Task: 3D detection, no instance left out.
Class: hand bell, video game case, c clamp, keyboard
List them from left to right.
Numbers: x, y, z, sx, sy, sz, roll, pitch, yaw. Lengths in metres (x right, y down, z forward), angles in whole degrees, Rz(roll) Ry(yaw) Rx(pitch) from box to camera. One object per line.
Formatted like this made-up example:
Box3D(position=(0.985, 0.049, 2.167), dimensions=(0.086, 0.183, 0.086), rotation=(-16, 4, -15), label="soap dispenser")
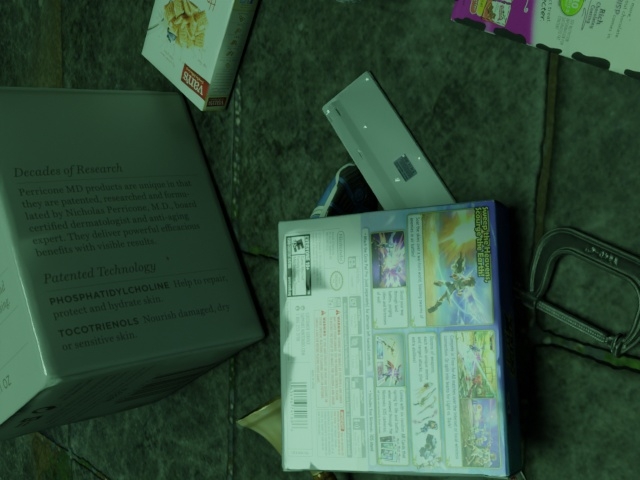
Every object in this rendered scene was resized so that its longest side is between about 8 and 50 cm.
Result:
Box3D(position=(0.006, 0.300, 1.148), dimensions=(0.126, 0.126, 0.242), rotation=(-34, 83, 45), label="hand bell")
Box3D(position=(0.077, 0.104, 0.954), dimensions=(0.244, 0.061, 0.269), rotation=(-5, 81, 27), label="video game case")
Box3D(position=(0.088, -0.074, 1.027), dimensions=(0.072, 0.014, 0.256), rotation=(-35, 68, 12), label="keyboard")
Box3D(position=(0.249, 0.060, 0.887), dimensions=(0.161, 0.022, 0.137), rotation=(23, 108, 45), label="c clamp")

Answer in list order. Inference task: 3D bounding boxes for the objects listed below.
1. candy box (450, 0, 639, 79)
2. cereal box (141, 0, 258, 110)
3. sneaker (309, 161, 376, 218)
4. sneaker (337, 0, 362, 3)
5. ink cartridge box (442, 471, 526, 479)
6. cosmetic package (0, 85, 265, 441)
Box3D(position=(0.239, -0.241, 0.806), dimensions=(0.233, 0.071, 0.159), rotation=(32, 119, 41), label="candy box")
Box3D(position=(-0.159, -0.320, 1.247), dimensions=(0.173, 0.047, 0.240), rotation=(44, 126, 34), label="cereal box")
Box3D(position=(0.000, 0.000, 1.102), dimensions=(0.081, 0.080, 0.211), rotation=(41, 117, 45), label="sneaker")
Box3D(position=(0.009, -0.448, 0.972), dimensions=(0.210, 0.137, 0.365), rotation=(-36, 67, 48), label="sneaker")
Box3D(position=(0.158, 0.287, 0.937), dimensions=(0.056, 0.135, 0.099), rotation=(-50, 60, 44), label="ink cartridge box")
Box3D(position=(-0.346, 0.035, 1.306), dimensions=(0.329, 0.327, 0.393), rotation=(-36, 69, 45), label="cosmetic package")
